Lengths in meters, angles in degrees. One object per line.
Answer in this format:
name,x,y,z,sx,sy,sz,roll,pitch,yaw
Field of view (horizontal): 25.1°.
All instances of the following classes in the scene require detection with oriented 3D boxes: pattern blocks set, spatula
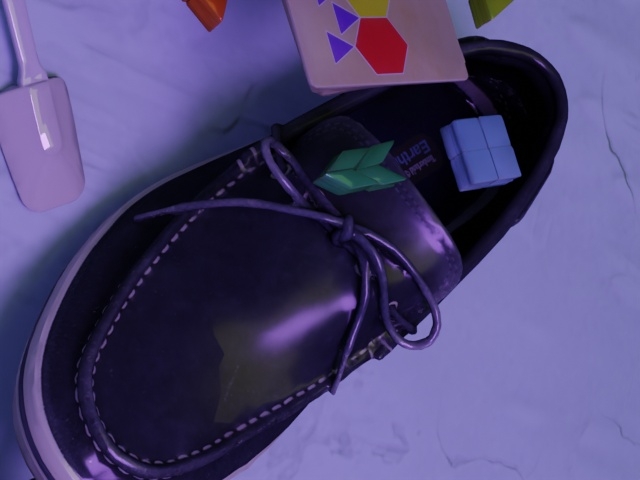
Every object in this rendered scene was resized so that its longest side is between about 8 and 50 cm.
pattern blocks set,0.019,-0.181,0.936,0.285,0.026,0.325,2,71,-36
spatula,-0.230,-0.117,0.853,0.168,0.019,0.242,-23,110,-35

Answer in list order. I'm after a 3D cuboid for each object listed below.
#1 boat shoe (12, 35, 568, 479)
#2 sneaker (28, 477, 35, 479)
boat shoe,0.000,0.000,0.962,0.500,0.156,0.187,-38,97,-38
sneaker,-0.173,0.275,0.883,0.106,0.162,0.281,7,111,-3
